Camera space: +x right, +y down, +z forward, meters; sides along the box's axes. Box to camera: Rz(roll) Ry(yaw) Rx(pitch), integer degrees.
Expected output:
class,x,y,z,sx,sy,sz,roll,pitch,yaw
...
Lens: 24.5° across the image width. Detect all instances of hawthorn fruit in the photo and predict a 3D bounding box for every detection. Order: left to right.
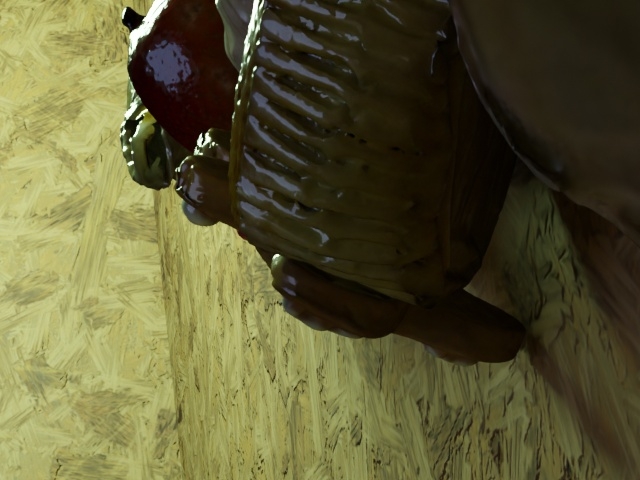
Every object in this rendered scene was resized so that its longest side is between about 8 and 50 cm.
class,x,y,z,sx,sy,sz,roll,pitch,yaw
hawthorn fruit,-0.092,-0.159,1.305,0.169,0.188,0.169,-53,2,2

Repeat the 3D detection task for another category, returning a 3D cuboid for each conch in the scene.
class,x,y,z,sx,sy,sz,roll,pitch,yaw
conch,-0.101,-0.155,1.534,0.324,0.186,0.263,-94,23,-56

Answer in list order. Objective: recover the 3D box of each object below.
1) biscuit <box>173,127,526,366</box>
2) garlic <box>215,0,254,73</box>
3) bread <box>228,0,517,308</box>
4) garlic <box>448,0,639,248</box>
class,x,y,z,sx,sy,sz,roll,pitch,yaw
biscuit,0.000,0.000,1.034,0.339,0.216,0.047,42,111,54
garlic,-0.038,-0.212,1.117,0.245,0.253,0.245,180,90,-69
bread,0.046,-0.098,0.838,0.227,0.142,0.253,-39,-38,-51
garlic,0.130,-0.120,0.645,0.196,0.151,0.338,-134,40,-52
